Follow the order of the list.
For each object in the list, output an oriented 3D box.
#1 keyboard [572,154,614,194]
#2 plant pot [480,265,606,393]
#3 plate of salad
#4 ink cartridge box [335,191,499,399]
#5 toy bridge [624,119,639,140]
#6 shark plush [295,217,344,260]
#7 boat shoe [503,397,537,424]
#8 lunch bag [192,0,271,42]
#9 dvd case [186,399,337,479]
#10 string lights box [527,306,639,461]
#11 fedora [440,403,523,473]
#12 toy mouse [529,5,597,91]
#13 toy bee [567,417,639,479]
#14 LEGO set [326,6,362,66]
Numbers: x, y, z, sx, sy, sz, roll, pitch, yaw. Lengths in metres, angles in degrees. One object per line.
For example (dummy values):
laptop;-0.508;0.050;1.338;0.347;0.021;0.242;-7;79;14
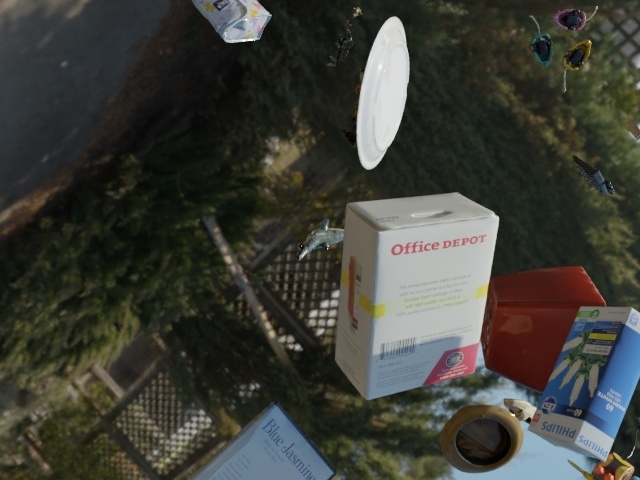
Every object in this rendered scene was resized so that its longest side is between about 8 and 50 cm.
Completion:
keyboard;0.687;-0.154;1.664;0.023;0.108;0.180;-52;148;11
plant pot;0.532;0.215;1.652;0.267;0.236;0.267;-65;160;-71
plate of salad;0.074;-0.194;0.882;0.200;0.048;0.199;15;90;-72
ink cartridge box;0.194;0.107;1.393;0.279;0.384;0.160;-7;-154;-22
toy bridge;0.644;-0.238;1.178;0.188;0.063;0.026;-36;153;21
shark plush;0.000;0.000;1.626;0.161;0.067;0.073;-22;136;-48
boat shoe;0.611;0.522;2.022;0.063;0.170;0.059;-7;-118;47
lunch bag;-0.119;-0.302;0.880;0.083;0.071;0.053;-25;160;-45
dvd case;-0.115;0.425;1.143;0.253;0.180;0.022;-41;-168;-14
string lights box;0.488;0.249;1.190;0.259;0.077;0.133;-61;-167;-14
fedora;0.352;0.428;1.481;0.194;0.194;0.079;-42;-161;12
toy mouse;0.450;-0.390;1.266;0.161;0.143;0.031;-60;-168;17
toy bee;0.671;0.557;1.564;0.162;0.298;0.195;3;-176;-42
LEGO set;0.035;-0.258;0.856;0.054;0.023;0.083;-59;178;-44
